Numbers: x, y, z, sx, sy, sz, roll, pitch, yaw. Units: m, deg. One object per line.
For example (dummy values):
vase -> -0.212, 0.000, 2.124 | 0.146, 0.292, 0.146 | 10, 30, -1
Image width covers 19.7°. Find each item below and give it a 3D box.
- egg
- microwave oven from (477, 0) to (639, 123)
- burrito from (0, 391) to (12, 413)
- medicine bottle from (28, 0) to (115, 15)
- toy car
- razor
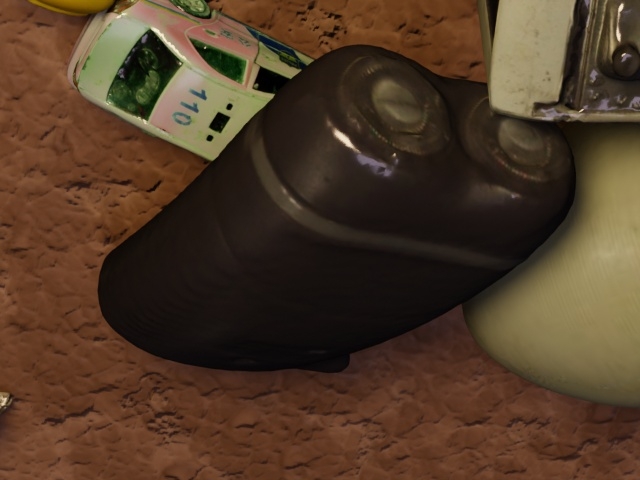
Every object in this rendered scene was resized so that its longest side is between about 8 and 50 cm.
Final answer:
egg -> 0.229, 0.007, 1.229 | 0.295, 0.218, 0.218 | -27, 124, 25
microwave oven -> 0.249, -0.276, 1.019 | 0.333, 0.247, 0.394 | 1, 124, -6
burrito -> -0.312, 0.197, 1.384 | 0.229, 0.063, 0.058 | -46, 146, 20
medicine bottle -> -0.121, -0.258, 1.092 | 0.095, 0.064, 0.260 | 28, 117, -2
toy car -> -0.054, -0.089, 1.211 | 0.224, 0.076, 0.090 | 24, 117, -21
razor -> 0.000, 0.001, 1.169 | 0.204, 0.114, 0.349 | 11, 153, -27
